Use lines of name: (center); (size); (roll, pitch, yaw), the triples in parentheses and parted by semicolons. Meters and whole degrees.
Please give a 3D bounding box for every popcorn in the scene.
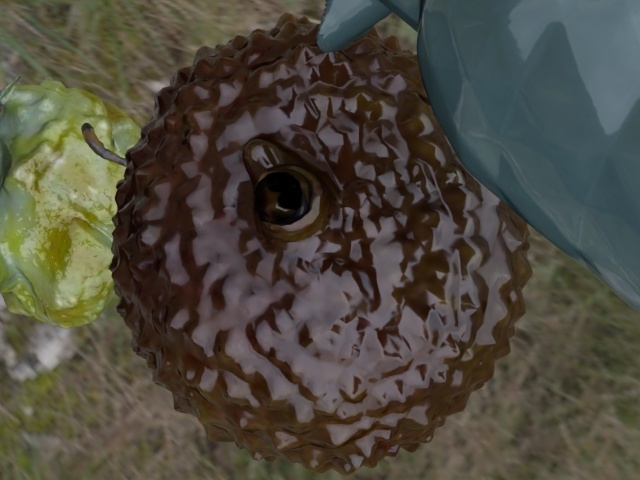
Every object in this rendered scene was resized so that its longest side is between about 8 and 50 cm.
popcorn: (-0.211, -0.022, 1.411); (0.212, 0.198, 0.198); (-26, 110, -35)

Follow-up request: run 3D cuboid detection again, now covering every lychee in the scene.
lychee: (0.000, 0.000, 0.815); (0.200, 0.238, 0.200); (-1, 78, 4)

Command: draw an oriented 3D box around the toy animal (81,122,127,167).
toy animal: (-0.030, -0.029, 1.198); (0.255, 0.116, 0.114); (7, 102, 4)

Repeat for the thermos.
thermos: (0.123, -0.070, 0.629); (0.145, 0.286, 0.182); (-10, 136, -54)
